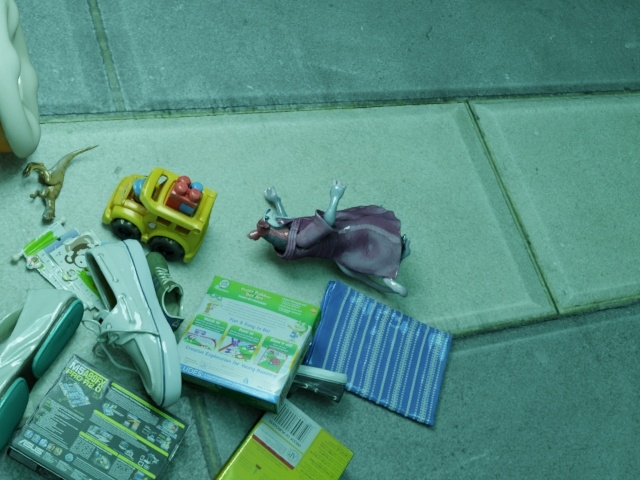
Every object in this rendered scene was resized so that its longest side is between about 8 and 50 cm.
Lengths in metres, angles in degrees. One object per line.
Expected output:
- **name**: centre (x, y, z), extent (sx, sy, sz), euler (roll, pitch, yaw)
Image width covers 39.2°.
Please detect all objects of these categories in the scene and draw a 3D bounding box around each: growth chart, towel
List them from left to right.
- **growth chart**: centre (-0.495, 0.054, 1.870), extent (0.237, 0.021, 0.172), euler (38, 54, -3)
- **towel**: centre (0.136, 0.250, 2.040), extent (0.336, 0.040, 0.243), euler (25, 56, -10)

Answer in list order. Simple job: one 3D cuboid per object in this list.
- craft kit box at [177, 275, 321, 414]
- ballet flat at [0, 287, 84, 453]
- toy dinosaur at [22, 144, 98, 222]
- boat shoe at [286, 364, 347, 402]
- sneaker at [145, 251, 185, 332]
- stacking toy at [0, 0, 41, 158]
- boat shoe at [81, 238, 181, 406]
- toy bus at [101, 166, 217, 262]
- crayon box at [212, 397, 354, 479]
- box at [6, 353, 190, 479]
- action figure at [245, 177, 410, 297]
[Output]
- **craft kit box**: centre (-0.156, 0.210, 1.859), extent (0.249, 0.061, 0.247), euler (16, 56, 14)
- **ballet flat**: centre (-0.586, 0.247, 1.670), extent (0.139, 0.139, 0.400), euler (29, 51, -7)
- **toy dinosaur**: centre (-0.573, -0.137, 1.927), extent (0.112, 0.064, 0.212), euler (30, 62, -29)
- **boat shoe**: centre (-0.057, 0.300, 1.905), extent (0.228, 0.080, 0.076), euler (13, 81, -13)
- **sneaker**: centre (-0.318, 0.102, 1.876), extent (0.064, 0.086, 0.192), euler (10, 59, -42)
- **stacking toy**: centre (-0.827, -0.306, 1.801), extent (0.479, 0.351, 0.351), euler (-10, 66, -8)
- **boat shoe**: centre (-0.392, 0.164, 1.763), extent (0.156, 0.136, 0.367), euler (-8, 65, -32)
- **toy bus**: centre (-0.331, -0.081, 1.904), extent (0.220, 0.211, 0.149), euler (25, 57, -9)
- **crayon box**: centre (-0.100, 0.488, 1.771), extent (0.202, 0.081, 0.318), euler (40, 53, 0)
- **box**: centre (-0.415, 0.377, 1.702), extent (0.270, 0.060, 0.216), euler (32, 54, -6)
- **action figure**: centre (0.000, 0.000, 2.060), extent (0.370, 0.248, 0.276), euler (-3, 91, -27)
